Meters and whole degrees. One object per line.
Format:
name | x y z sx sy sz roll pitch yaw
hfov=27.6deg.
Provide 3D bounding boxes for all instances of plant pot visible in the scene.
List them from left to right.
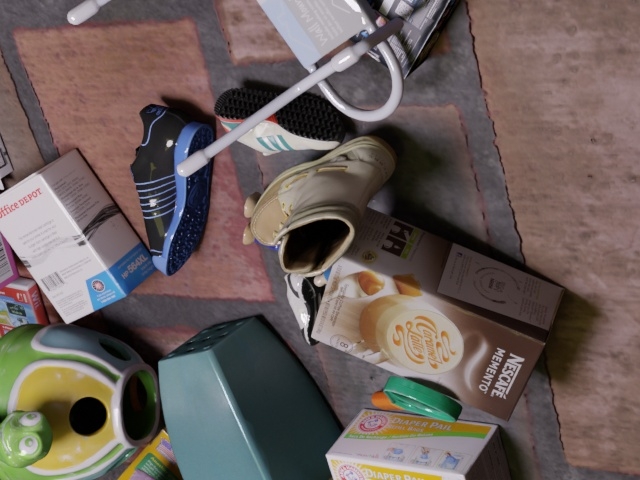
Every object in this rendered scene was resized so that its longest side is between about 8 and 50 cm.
plant pot | -0.104 0.233 1.735 0.166 0.165 0.234 -16 102 41

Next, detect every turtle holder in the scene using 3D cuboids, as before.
turtle holder | -0.368 0.224 1.823 0.228 0.243 0.320 -2 158 17

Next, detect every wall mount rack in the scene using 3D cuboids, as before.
wall mount rack | -0.087 -0.232 1.343 0.304 0.130 0.350 -28 99 46

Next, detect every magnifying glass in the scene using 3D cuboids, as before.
magnifying glass | 0.104 0.192 1.565 0.092 0.026 0.231 26 170 -8

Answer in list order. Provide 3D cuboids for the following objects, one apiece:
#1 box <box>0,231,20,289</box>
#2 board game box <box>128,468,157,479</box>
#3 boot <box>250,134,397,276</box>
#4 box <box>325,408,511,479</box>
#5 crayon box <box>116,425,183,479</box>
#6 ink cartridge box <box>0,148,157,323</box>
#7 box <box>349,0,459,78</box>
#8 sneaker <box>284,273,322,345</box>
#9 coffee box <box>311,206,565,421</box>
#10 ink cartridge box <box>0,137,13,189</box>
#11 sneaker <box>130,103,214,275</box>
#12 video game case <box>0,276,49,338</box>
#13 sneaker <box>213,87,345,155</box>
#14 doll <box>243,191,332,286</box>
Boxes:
box | -0.579 -0.035 1.886 0.243 0.117 0.213 15 128 36
board game box | -0.192 0.507 1.885 0.318 0.066 0.318 34 137 1
boot | -0.020 -0.018 1.443 0.213 0.165 0.077 -29 112 36
box | 0.125 0.295 1.648 0.203 0.103 0.114 2 121 35
crayon box | -0.204 0.399 1.969 0.203 0.083 0.323 43 136 2
ink cartridge box | -0.342 -0.005 1.781 0.148 0.086 0.203 -23 104 42
box | 0.070 -0.296 1.310 0.175 0.051 0.220 38 134 9
sneaker | -0.018 0.083 1.654 0.044 0.040 0.109 20 128 44
coffee box | 0.130 0.082 1.470 0.247 0.098 0.141 22 133 7
ink cartridge box | -0.466 -0.115 1.833 0.048 0.028 0.083 6 123 35
sneaker | -0.196 -0.066 1.646 0.090 0.081 0.232 28 125 21
video game case | -0.493 0.172 2.056 0.204 0.025 0.285 9 125 31
sneaker | -0.042 -0.130 1.516 0.161 0.057 0.075 13 153 18
doll | 0.000 0.000 1.571 0.189 0.046 0.129 15 118 19
